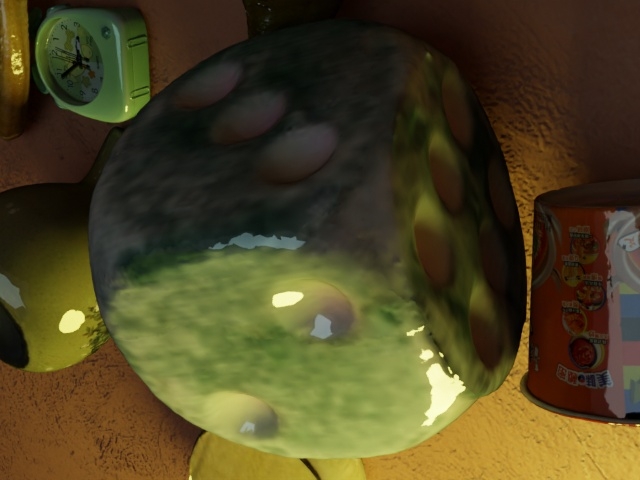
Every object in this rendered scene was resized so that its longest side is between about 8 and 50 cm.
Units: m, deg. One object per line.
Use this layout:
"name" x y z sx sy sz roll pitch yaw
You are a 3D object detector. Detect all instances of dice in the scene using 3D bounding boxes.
"dice" 0.000 0.000 1.010 0.348 0.327 0.330 -7 133 25

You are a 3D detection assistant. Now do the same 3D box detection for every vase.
"vase" -0.335 0.043 1.360 0.241 0.302 0.329 33 142 16

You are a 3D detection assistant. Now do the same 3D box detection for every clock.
"clock" -0.313 -0.244 1.329 0.189 0.060 0.148 17 119 26

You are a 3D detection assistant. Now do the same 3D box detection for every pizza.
"pizza" -0.430 -0.248 1.371 0.134 0.056 0.271 65 152 24

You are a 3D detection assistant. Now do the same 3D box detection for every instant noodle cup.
"instant noodle cup" 0.311 0.046 0.963 0.251 0.250 0.192 0 101 32

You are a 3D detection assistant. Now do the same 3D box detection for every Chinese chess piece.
"Chinese chess piece" -0.060 0.333 1.394 0.257 0.104 0.257 13 116 28

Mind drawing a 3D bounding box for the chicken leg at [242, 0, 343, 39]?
"chicken leg" -0.053 -0.268 1.064 0.140 0.212 0.361 -118 41 -50
